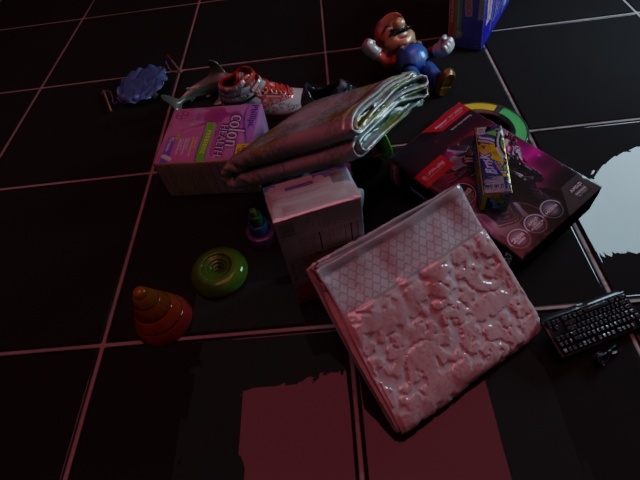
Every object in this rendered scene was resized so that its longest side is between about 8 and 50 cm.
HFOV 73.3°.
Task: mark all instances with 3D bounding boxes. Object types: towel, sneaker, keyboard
[{"bbox_3d":[0.004,-0.235,0.901,0.375,0.090,0.320,-6,28,42],"label":"towel"},{"bbox_3d":[0.084,-0.369,1.160,0.300,0.121,0.111,-2,54,6],"label":"sneaker"},{"bbox_3d":[-0.152,-0.422,1.218,0.270,0.144,0.090,-13,53,-2],"label":"sneaker"},{"bbox_3d":[0.189,0.105,0.741,0.332,0.053,0.316,-29,89,-14],"label":"towel"},{"bbox_3d":[0.485,0.159,0.753,0.180,0.023,0.108,-16,71,-11],"label":"keyboard"}]

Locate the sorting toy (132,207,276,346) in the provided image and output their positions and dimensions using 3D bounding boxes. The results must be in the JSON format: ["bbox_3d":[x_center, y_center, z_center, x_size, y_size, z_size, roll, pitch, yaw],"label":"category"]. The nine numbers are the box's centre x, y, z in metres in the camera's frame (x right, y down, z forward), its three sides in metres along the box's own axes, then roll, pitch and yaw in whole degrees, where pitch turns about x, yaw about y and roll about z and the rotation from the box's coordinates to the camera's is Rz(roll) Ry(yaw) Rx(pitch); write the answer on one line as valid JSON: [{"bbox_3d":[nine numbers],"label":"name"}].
[{"bbox_3d":[-0.245,0.053,0.890,0.366,0.126,0.127,-41,59,-20],"label":"sorting toy"}]

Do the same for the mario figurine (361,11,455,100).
[{"bbox_3d":[0.251,-0.556,1.242,0.198,0.170,0.320,-2,53,-38],"label":"mario figurine"}]

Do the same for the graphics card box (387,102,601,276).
[{"bbox_3d":[0.355,-0.125,0.934,0.233,0.094,0.371,-38,60,-9],"label":"graphics card box"}]

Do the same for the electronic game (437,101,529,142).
[{"bbox_3d":[0.406,-0.276,1.092,0.230,0.048,0.229,-4,53,5],"label":"electronic game"}]

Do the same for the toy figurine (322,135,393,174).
[{"bbox_3d":[0.067,-0.216,1.069,0.159,0.130,0.173,-33,34,-5],"label":"toy figurine"}]

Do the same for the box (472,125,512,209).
[{"bbox_3d":[0.340,-0.146,0.860,0.054,0.059,0.168,-1,61,12],"label":"box"}]

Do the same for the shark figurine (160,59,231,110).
[{"bbox_3d":[-0.346,-0.485,1.316,0.279,0.116,0.166,-18,52,-8],"label":"shark figurine"}]

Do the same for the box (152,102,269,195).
[{"bbox_3d":[-0.270,-0.236,1.113,0.243,0.117,0.213,-1,53,7],"label":"box"}]

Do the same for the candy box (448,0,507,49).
[{"bbox_3d":[0.505,-0.800,1.333,0.122,0.268,0.317,18,58,24],"label":"candy box"}]

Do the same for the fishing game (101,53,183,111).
[{"bbox_3d":[-0.580,-0.507,1.409,0.264,0.041,0.189,-35,56,-8],"label":"fishing game"}]

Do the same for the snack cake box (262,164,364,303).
[{"bbox_3d":[0.000,0.000,0.806,0.152,0.264,0.089,-17,51,-5],"label":"snack cake box"}]

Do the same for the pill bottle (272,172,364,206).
[{"bbox_3d":[-0.005,-0.096,0.977,0.194,0.108,0.108,13,56,17],"label":"pill bottle"}]
